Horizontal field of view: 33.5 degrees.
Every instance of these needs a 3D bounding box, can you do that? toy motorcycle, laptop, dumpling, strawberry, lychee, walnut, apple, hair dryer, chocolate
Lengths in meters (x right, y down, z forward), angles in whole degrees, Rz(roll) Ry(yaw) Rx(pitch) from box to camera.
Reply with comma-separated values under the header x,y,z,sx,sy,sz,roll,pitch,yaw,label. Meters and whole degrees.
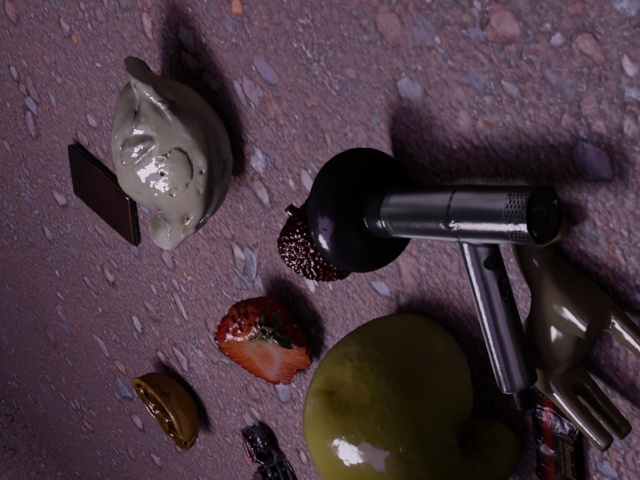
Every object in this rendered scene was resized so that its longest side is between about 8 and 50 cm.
x,y,z,sx,sy,sz,roll,pitch,yaw,label
-0.116,0.476,2.184,0.118,0.084,0.212,-5,108,60,toy motorcycle
-0.438,-0.094,2.158,0.207,0.026,0.154,38,144,29,laptop
-0.230,-0.157,1.679,0.243,0.187,0.318,-94,-1,-61,dumpling
-0.091,0.156,1.811,0.175,0.107,0.236,22,155,-13,strawberry
0.002,-0.002,1.483,0.129,0.123,0.123,29,163,-27,lychee
-0.334,0.369,2.401,0.211,0.087,0.167,45,156,23,walnut
0.110,0.265,1.464,0.258,0.233,0.295,2,122,60,apple
0.135,0.052,1.230,0.320,0.155,0.284,18,112,51,hair dryer
0.307,0.271,1.381,0.086,0.028,0.182,26,138,38,chocolate

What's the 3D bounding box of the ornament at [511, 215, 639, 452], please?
x,y,z,sx,sy,sz,roll,pitch,yaw,label
0.277,0.085,1.201,0.245,0.061,0.230,47,149,30,ornament
